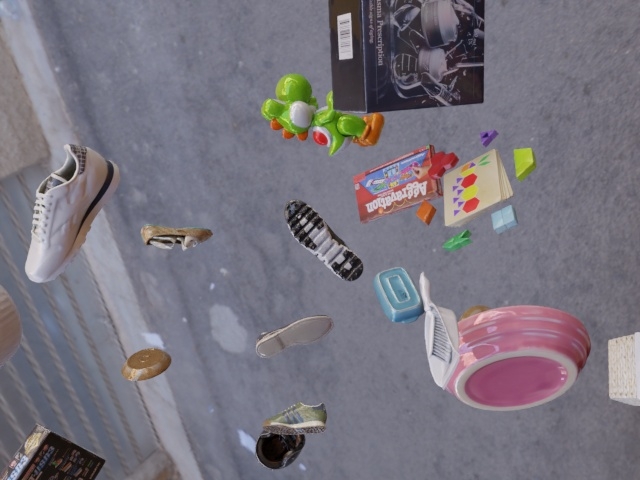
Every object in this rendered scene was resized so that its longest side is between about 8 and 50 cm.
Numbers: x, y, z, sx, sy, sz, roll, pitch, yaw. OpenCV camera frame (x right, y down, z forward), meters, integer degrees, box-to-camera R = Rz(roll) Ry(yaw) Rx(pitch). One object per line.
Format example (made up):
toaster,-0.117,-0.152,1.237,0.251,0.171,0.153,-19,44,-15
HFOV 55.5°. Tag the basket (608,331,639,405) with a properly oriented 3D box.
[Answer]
basket,0.791,0.324,1.511,0.113,0.167,0.103,19,157,-22

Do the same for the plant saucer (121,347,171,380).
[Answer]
plant saucer,-0.293,0.204,1.022,0.083,0.083,0.015,14,122,37

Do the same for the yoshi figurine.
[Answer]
yoshi figurine,0.006,-0.406,1.859,0.362,0.203,0.204,12,134,-13

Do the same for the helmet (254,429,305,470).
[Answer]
helmet,-0.150,0.730,2.166,0.169,0.169,0.161,47,116,6

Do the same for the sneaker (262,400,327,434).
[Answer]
sneaker,-0.069,0.506,1.752,0.192,0.086,0.064,-7,137,20

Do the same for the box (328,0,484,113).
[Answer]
box,0.195,-0.474,1.383,0.179,0.312,0.343,-152,55,-63

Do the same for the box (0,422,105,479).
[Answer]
box,-0.787,0.706,1.722,0.073,0.296,0.293,14,151,28

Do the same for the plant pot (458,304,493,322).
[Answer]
plant pot,0.534,0.324,1.951,0.236,0.236,0.032,58,148,-7

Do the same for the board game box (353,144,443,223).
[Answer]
board game box,0.211,-0.152,1.708,0.281,0.027,0.145,-20,75,43

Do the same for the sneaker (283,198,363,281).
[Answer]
sneaker,0.000,0.000,1.409,0.234,0.078,0.106,45,179,-5

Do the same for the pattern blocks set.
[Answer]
pattern blocks set,0.335,-0.116,1.328,0.285,0.325,0.026,-22,129,39

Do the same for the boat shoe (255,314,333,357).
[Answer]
boat shoe,-0.069,0.230,1.545,0.065,0.206,0.075,-113,1,-66

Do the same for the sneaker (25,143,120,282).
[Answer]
sneaker,-0.425,-0.044,0.985,0.090,0.235,0.095,26,178,34

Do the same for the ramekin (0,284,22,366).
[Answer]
ramekin,-0.778,0.184,1.323,0.272,0.127,0.273,9,115,20

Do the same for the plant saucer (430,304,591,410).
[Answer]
plant saucer,0.399,0.263,1.275,0.332,0.084,0.332,-1,137,-1

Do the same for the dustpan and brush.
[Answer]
dustpan and brush,0.212,0.149,1.129,0.060,0.211,0.147,7,144,2

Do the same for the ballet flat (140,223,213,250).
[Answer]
ballet flat,-0.417,-0.003,1.773,0.073,0.206,0.067,116,152,-56

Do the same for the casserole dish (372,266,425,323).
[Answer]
casserole dish,0.215,0.142,1.675,0.037,0.114,0.188,83,169,-50
